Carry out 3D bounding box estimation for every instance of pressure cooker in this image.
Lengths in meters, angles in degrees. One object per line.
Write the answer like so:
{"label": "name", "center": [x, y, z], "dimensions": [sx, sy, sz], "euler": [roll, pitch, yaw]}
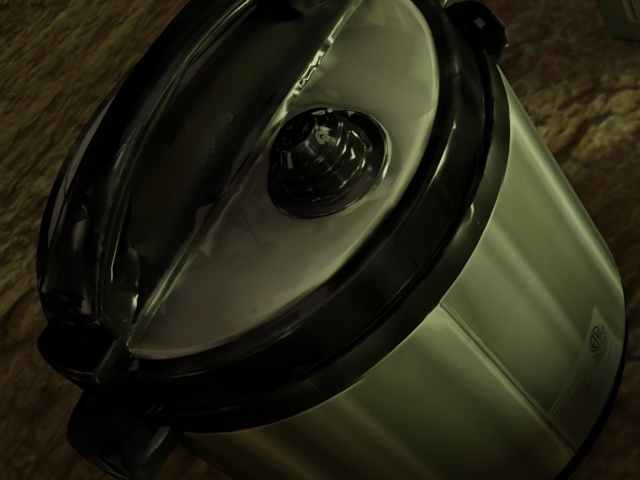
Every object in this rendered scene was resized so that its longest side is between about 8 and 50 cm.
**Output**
{"label": "pressure cooker", "center": [0.005, 0.000, 0.770], "dimensions": [0.376, 0.420, 0.369], "euler": [-25, 47, 20]}

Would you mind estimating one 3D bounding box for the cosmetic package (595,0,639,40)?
{"label": "cosmetic package", "center": [0.366, -0.307, 0.974], "dimensions": [0.127, 0.107, 0.238], "euler": [21, 69, 44]}
